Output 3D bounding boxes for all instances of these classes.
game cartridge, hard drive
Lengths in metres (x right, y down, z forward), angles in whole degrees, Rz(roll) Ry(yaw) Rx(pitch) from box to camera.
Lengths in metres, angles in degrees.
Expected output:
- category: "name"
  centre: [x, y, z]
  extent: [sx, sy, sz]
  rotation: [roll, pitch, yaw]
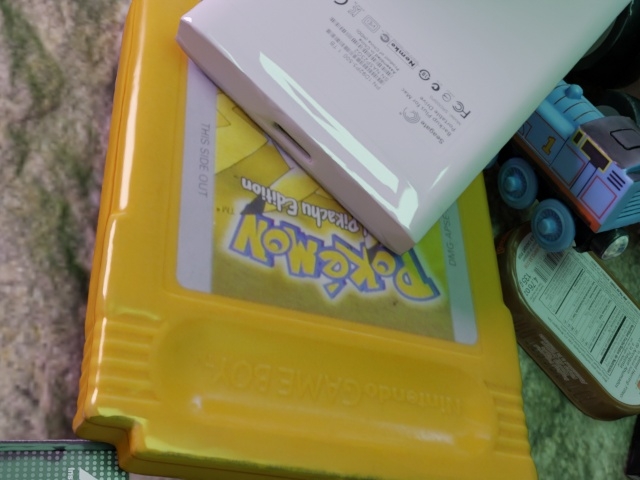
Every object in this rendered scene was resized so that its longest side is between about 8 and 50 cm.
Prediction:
- category: "game cartridge"
  centre: [0.000, 0.000, 0.537]
  extent: [0.285, 0.053, 0.324]
  rotation: [14, 53, -25]
- category: "hard drive"
  centre: [0.079, -0.164, 0.578]
  extent: [0.203, 0.040, 0.307]
  rotation: [44, 65, -1]

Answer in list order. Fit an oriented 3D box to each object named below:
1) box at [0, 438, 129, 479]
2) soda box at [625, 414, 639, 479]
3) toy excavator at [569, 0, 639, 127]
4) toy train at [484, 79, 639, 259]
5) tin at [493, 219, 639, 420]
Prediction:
- category: "box"
  centre: [-0.200, 0.228, 0.364]
  extent: [0.216, 0.060, 0.270]
  rotation: [8, 68, -27]
- category: "soda box"
  centre: [0.314, 0.135, 0.695]
  extent: [0.060, 0.053, 0.169]
  rotation: [36, 57, -12]
- category: "toy excavator"
  centre: [0.421, -0.237, 0.663]
  extent: [0.222, 0.445, 0.433]
  rotation: [17, 64, -24]
- category: "toy train"
  centre: [0.189, -0.071, 0.650]
  extent: [0.080, 0.105, 0.184]
  rotation: [-10, 51, -33]
- category: "tin"
  centre: [0.213, 0.065, 0.677]
  extent: [0.190, 0.040, 0.106]
  rotation: [46, 60, -6]
